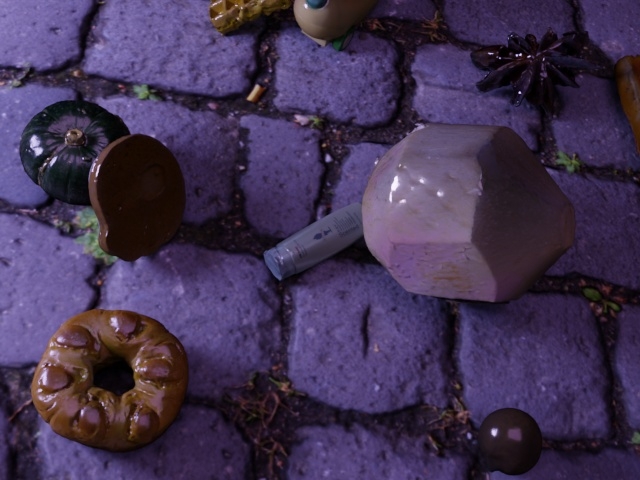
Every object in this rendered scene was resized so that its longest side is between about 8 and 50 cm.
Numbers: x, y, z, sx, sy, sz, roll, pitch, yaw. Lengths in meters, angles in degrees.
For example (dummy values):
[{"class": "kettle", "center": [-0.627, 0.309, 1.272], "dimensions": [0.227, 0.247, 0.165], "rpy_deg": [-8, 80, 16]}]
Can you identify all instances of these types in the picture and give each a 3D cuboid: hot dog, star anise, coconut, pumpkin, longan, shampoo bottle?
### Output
[{"class": "hot dog", "center": [0.754, -0.274, 1.551], "dimensions": [0.158, 0.117, 0.348], "rpy_deg": [-7, 61, 6]}, {"class": "star anise", "center": [0.465, -0.378, 1.544], "dimensions": [0.283, 0.129, 0.212], "rpy_deg": [-26, 65, -14]}, {"class": "coconut", "center": [0.266, -0.047, 1.222], "dimensions": [0.353, 0.352, 0.352], "rpy_deg": [5, 62, -10]}, {"class": "pumpkin", "center": [-0.413, -0.150, 1.211], "dimensions": [0.190, 0.146, 0.190], "rpy_deg": [6, 78, -31]}, {"class": "longan", "center": [0.309, 0.331, 1.153], "dimensions": [0.113, 0.092, 0.113], "rpy_deg": [0, 88, -12]}, {"class": "shampoo bottle", "center": [0.000, 0.000, 1.280], "dimensions": [0.212, 0.049, 0.072], "rpy_deg": [-29, 77, -24]}]

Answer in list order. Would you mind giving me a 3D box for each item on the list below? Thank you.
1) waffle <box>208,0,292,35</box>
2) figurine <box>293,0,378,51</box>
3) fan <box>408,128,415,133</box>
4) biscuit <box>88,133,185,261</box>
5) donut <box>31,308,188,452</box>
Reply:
[{"class": "waffle", "center": [-0.131, -0.563, 1.479], "dimensions": [0.219, 0.057, 0.229], "rpy_deg": [-15, 63, 18]}, {"class": "figurine", "center": [0.059, -0.545, 1.480], "dimensions": [0.124, 0.222, 0.324], "rpy_deg": [35, 62, 10]}, {"class": "fan", "center": [0.214, -0.197, 1.455], "dimensions": [0.056, 0.004, 0.083], "rpy_deg": [-9, 66, -16]}, {"class": "biscuit", "center": [-0.310, -0.076, 1.186], "dimensions": [0.049, 0.208, 0.181], "rpy_deg": [11, 30, 38]}, {"class": "donut", "center": [-0.310, 0.211, 1.065], "dimensions": [0.227, 0.114, 0.226], "rpy_deg": [5, 62, -9]}]
